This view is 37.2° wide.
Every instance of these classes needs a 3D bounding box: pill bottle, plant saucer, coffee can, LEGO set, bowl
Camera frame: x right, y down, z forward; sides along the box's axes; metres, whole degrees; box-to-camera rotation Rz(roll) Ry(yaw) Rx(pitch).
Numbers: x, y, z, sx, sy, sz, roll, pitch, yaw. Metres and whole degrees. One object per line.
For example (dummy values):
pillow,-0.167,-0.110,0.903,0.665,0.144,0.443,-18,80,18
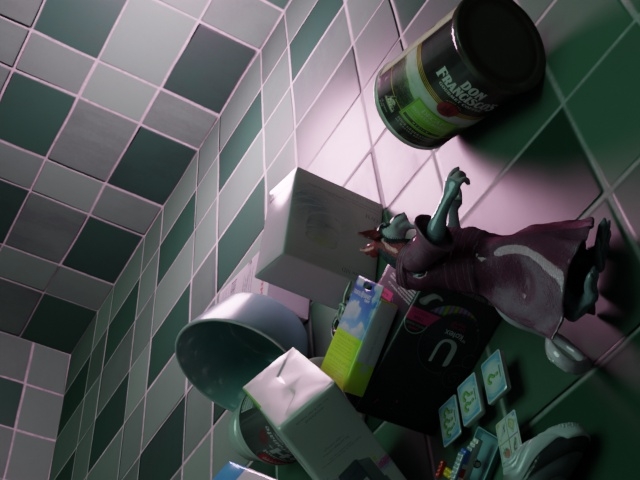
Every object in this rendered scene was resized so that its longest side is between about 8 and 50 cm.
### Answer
pill bottle,-0.061,0.354,1.909,0.318,0.176,0.176,-35,39,53
plant saucer,0.226,0.383,1.447,0.192,0.018,0.067,-67,22,-2
coffee can,0.256,-0.313,1.796,0.275,0.201,0.201,-32,41,55
LEGO set,0.225,0.304,1.431,0.182,0.060,0.244,-53,27,38
bowl,-0.152,0.236,2.128,0.311,0.311,0.163,-44,13,43

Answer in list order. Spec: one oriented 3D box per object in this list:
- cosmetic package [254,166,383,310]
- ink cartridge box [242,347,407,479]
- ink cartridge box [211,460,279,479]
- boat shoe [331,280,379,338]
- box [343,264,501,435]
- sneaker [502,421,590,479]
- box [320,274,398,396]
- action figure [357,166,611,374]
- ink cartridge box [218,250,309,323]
cosmetic package,0.000,0.000,2.041,0.138,0.224,0.224,-38,36,50
ink cartridge box,0.039,0.365,1.575,0.119,0.353,0.207,-38,21,-10
ink cartridge box,-0.093,0.538,1.623,0.270,0.198,0.197,3,42,51
boat shoe,0.087,0.140,1.871,0.306,0.105,0.113,-23,48,59
box,0.162,0.165,1.600,0.270,0.165,0.143,-63,24,12
sneaker,0.284,0.372,1.236,0.268,0.101,0.153,-48,45,4
box,0.064,0.154,1.554,0.178,0.042,0.109,-68,23,0
action figure,0.231,0.039,1.407,0.370,0.248,0.275,2,88,23
ink cartridge box,-0.143,0.159,2.345,0.289,0.121,0.211,-44,31,43
